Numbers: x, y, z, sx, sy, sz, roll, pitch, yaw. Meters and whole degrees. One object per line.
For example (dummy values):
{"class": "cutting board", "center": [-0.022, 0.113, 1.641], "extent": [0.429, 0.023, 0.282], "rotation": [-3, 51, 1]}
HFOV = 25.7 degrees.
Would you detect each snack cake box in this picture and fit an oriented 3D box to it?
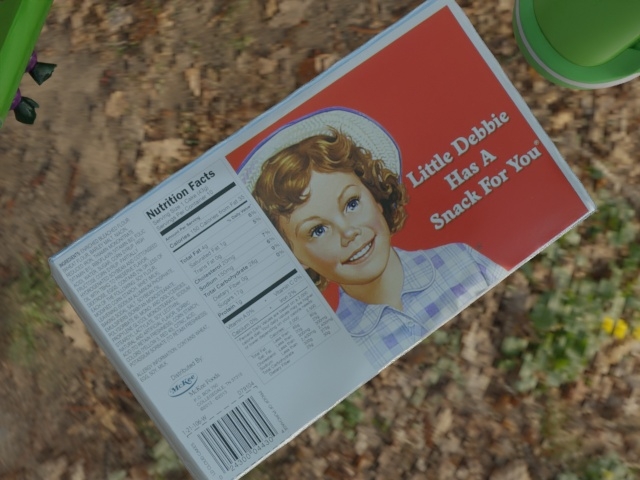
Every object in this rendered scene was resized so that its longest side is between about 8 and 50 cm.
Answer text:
{"class": "snack cake box", "center": [0.000, 0.000, 0.777], "extent": [0.264, 0.089, 0.152], "rotation": [-35, 90, -12]}

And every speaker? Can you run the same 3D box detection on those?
{"class": "speaker", "center": [0.242, -0.203, 1.003], "extent": [0.131, 0.296, 0.131], "rotation": [3, 78, -14]}

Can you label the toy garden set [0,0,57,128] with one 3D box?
{"class": "toy garden set", "center": [-0.224, -0.117, 0.820], "extent": [0.049, 0.244, 0.204], "rotation": [41, 50, -37]}
